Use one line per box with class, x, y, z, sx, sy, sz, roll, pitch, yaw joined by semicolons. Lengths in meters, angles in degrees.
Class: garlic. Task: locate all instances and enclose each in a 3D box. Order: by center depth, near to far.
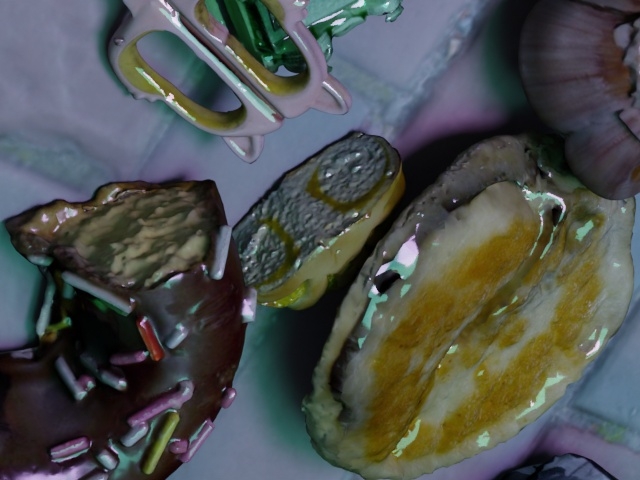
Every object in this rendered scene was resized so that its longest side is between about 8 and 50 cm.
garlic;0.220;-0.140;1.388;0.160;0.191;0.214;-36;93;6

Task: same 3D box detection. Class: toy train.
toy train;-0.011;-0.177;1.282;0.149;0.081;0.099;-35;130;-15

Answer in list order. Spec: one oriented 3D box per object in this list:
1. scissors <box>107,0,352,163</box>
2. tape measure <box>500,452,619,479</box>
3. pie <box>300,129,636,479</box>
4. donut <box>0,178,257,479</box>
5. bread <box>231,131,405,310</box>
scissors;-0.113;-0.170;1.219;0.160;0.024;0.317;-25;125;33
tape measure;0.200;0.319;1.679;0.256;0.147;0.275;-30;126;-14
pie;0.121;0.056;1.490;0.339;0.077;0.339;-28;139;-27
donut;-0.211;0.105;1.303;0.345;0.136;0.259;-9;120;-24
bread;0.000;0.000;1.403;0.157;0.083;0.094;-31;143;-12
